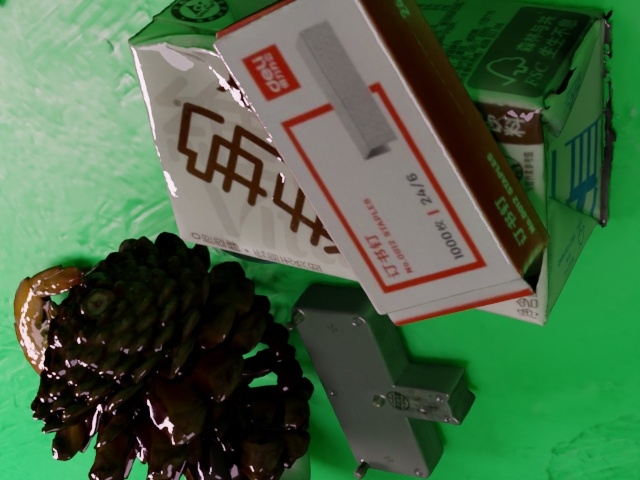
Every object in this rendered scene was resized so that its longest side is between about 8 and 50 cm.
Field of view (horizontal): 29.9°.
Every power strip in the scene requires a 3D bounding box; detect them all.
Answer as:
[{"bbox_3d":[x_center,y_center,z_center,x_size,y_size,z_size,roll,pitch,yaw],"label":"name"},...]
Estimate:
[{"bbox_3d":[0.067,0.140,1.117,0.145,0.061,0.215,2,130,35],"label":"power strip"}]

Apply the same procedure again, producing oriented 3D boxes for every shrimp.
[{"bbox_3d":[-0.247,0.085,1.280,0.249,0.068,0.150,-29,101,38],"label":"shrimp"}]

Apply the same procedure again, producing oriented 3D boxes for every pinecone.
[{"bbox_3d":[-0.122,0.138,1.115,0.246,0.246,0.292,-11,140,41],"label":"pinecone"}]

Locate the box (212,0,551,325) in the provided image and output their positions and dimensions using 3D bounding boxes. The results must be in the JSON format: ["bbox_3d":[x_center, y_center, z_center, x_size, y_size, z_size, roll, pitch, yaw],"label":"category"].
[{"bbox_3d":[0.041,-0.057,0.754,0.123,0.050,0.229,-16,112,42],"label":"box"}]

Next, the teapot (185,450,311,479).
[{"bbox_3d":[-0.085,0.235,1.277,0.226,0.092,0.145,22,101,25],"label":"teapot"}]

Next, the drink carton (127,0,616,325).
[{"bbox_3d":[0.038,-0.074,0.879,0.325,0.132,0.194,13,133,26],"label":"drink carton"}]

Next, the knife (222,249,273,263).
[{"bbox_3d":[0.000,0.000,1.053,0.222,0.031,0.064,7,129,25],"label":"knife"}]
